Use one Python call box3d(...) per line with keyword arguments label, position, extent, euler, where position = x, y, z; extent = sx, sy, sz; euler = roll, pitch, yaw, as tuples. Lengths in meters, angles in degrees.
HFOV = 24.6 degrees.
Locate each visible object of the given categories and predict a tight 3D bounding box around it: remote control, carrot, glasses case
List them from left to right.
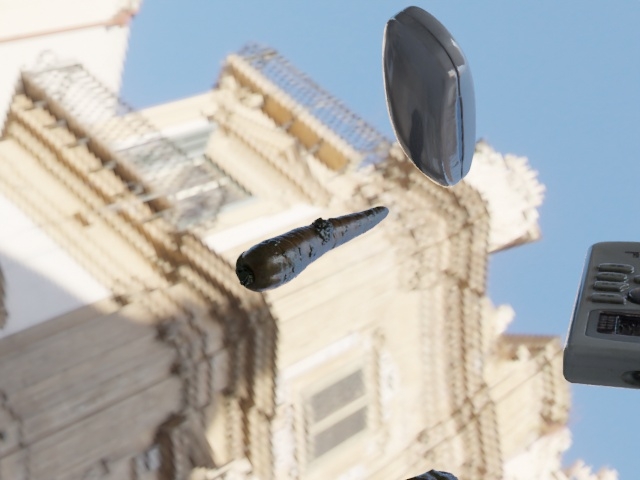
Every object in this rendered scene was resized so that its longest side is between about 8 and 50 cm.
box3d(label="carrot", position=(0.000, 0.000, 1.434), extent=(0.049, 0.254, 0.049), euler=(11, -69, 31))
box3d(label="glasses case", position=(0.086, -0.110, 1.158), extent=(0.076, 0.049, 0.197), euler=(48, -14, 26))
box3d(label="remote control", position=(0.196, 0.041, 0.880), extent=(0.087, 0.190, 0.029), euler=(5, -70, 14))

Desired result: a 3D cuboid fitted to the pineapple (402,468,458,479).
box3d(label="pineapple", position=(0.107, 0.291, 1.052), extent=(0.128, 0.128, 0.248), euler=(-50, -121, 34))
